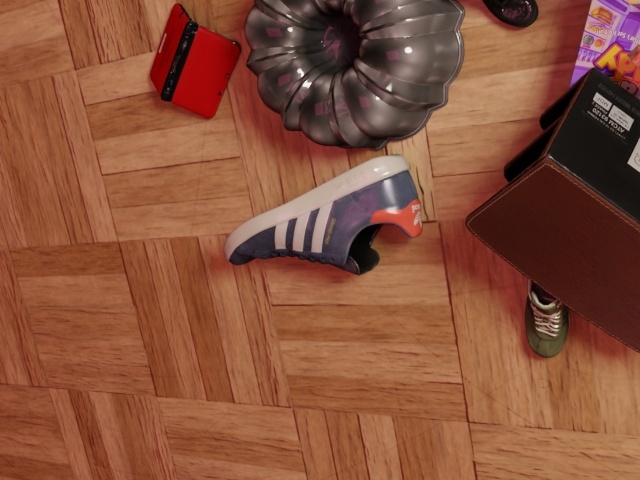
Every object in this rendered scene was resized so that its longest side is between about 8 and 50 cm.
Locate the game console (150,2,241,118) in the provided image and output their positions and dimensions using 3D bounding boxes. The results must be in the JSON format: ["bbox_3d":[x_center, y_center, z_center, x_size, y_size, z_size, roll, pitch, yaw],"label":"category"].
[{"bbox_3d":[-0.212,-0.299,1.198,0.144,0.085,0.124,-61,43,29],"label":"game console"}]

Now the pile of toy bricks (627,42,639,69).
[{"bbox_3d":[0.429,-0.155,0.735,0.212,0.105,0.118,45,122,9],"label":"pile of toy bricks"}]

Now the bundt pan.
[{"bbox_3d":[0.026,-0.279,1.006,0.330,0.124,0.331,10,111,27],"label":"bundt pan"}]

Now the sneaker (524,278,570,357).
[{"bbox_3d":[0.309,0.084,0.987,0.064,0.086,0.192,11,111,26],"label":"sneaker"}]

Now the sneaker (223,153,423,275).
[{"bbox_3d":[0.000,0.000,1.106,0.350,0.131,0.148,-25,89,33],"label":"sneaker"}]

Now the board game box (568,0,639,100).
[{"bbox_3d":[0.477,-0.219,0.798,0.347,0.078,0.234,18,114,23],"label":"board game box"}]

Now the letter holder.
[{"bbox_3d":[0.359,-0.017,0.861,0.301,0.152,0.214,35,153,-2],"label":"letter holder"}]

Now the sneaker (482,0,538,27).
[{"bbox_3d":[0.201,-0.334,0.908,0.170,0.089,0.051,49,122,7],"label":"sneaker"}]
